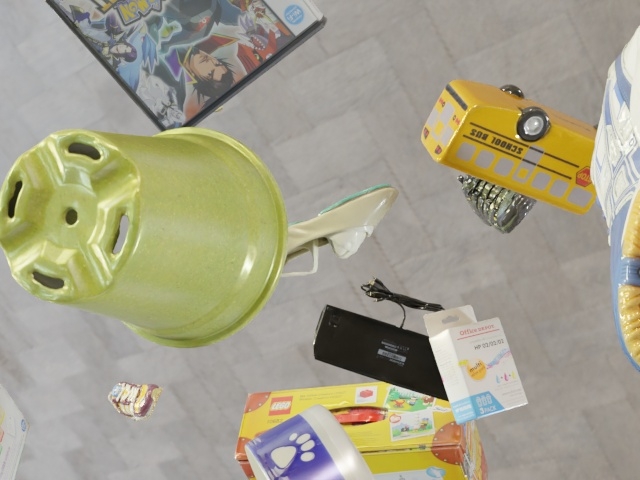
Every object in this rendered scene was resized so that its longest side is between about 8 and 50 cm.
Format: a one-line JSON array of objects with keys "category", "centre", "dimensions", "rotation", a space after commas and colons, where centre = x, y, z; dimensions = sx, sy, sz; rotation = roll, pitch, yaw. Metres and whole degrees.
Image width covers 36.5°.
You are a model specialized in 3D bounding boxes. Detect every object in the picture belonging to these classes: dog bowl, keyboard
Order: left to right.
[{"category": "dog bowl", "centre": [0.013, 0.335, 1.154], "dimensions": [0.265, 0.104, 0.265], "rotation": [59, 167, 23]}, {"category": "keyboard", "centre": [0.153, 0.187, 1.917], "dimensions": [0.317, 0.033, 0.202], "rotation": [18, 105, -2]}]

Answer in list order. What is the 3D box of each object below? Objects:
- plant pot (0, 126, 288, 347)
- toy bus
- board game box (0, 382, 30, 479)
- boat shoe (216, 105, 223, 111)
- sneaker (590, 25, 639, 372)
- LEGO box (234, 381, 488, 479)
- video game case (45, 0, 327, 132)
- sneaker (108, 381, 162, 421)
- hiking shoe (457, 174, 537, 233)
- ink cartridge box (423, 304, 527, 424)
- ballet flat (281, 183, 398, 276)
[{"category": "plant pot", "centre": [-0.212, -0.016, 1.091], "dimensions": [0.276, 0.254, 0.276], "rotation": [-2, 84, 21]}, {"category": "toy bus", "centre": [0.328, -0.135, 1.443], "dimensions": [0.332, 0.108, 0.130], "rotation": [18, 113, -22]}, {"category": "board game box", "centre": [-0.614, 0.269, 1.632], "dimensions": [0.064, 0.242, 0.317], "rotation": [-24, 112, 3]}, {"category": "boat shoe", "centre": [-0.256, -0.285, 1.896], "dimensions": [0.135, 0.050, 0.045], "rotation": [7, 119, -2]}, {"category": "sneaker", "centre": [0.259, -0.032, 0.720], "dimensions": [0.111, 0.297, 0.131], "rotation": [15, 161, -7]}, {"category": "LEGO box", "centre": [0.108, 0.514, 2.216], "dimensions": [0.499, 0.193, 0.373], "rotation": [-7, 131, 15]}, {"category": "video game case", "centre": [-0.173, -0.295, 1.242], "dimensions": [0.274, 0.035, 0.248], "rotation": [-33, 109, 22]}, {"category": "sneaker", "centre": [-0.390, 0.327, 2.010], "dimensions": [0.083, 0.070, 0.185], "rotation": [31, 149, -13]}, {"category": "hiking shoe", "centre": [0.309, -0.079, 1.771], "dimensions": [0.114, 0.227, 0.086], "rotation": [41, 84, -9]}, {"category": "ink cartridge box", "centre": [0.243, 0.187, 1.535], "dimensions": [0.061, 0.104, 0.181], "rotation": [-39, 65, 58]}, {"category": "ballet flat", "centre": [0.000, 0.000, 1.340], "dimensions": [0.248, 0.086, 0.086], "rotation": [-20, 111, 13]}]
